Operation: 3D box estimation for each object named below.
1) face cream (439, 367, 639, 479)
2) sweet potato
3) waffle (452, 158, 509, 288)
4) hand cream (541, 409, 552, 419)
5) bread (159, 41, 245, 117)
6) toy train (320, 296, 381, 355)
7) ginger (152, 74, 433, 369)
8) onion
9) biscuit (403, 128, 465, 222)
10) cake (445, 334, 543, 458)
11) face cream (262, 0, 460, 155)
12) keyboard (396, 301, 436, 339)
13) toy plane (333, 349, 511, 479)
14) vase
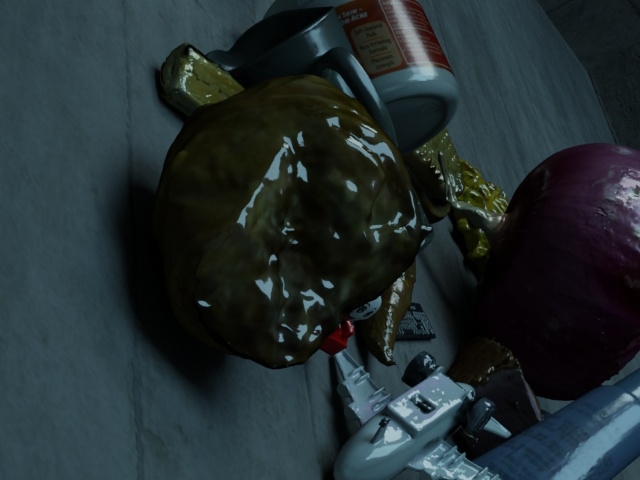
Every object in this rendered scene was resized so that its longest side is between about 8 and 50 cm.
[{"bbox_3d":[0.261,0.234,1.642,0.385,0.086,0.135,-27,54,-37],"label":"face cream"},{"bbox_3d":[0.081,0.042,1.783,0.066,0.072,0.314,44,22,-23],"label":"sweet potato"},{"bbox_3d":[0.275,0.002,2.361,0.260,0.069,0.293,44,24,-43],"label":"waffle"},{"bbox_3d":[0.318,0.267,2.125,0.171,0.043,0.065,38,34,-59],"label":"hand cream"},{"bbox_3d":[-0.120,-0.151,1.576,0.106,0.053,0.072,39,51,-43],"label":"bread"},{"bbox_3d":[0.000,0.000,1.538,0.083,0.131,0.204,34,32,-54],"label":"toy train"},{"bbox_3d":[-0.052,-0.025,1.361,0.223,0.269,0.200,15,-42,57],"label":"ginger"},{"bbox_3d":[0.327,0.038,2.083,0.358,0.345,0.358,8,90,-72],"label":"onion"},{"bbox_3d":[0.119,-0.146,2.149,0.259,0.079,0.259,52,19,-26],"label":"biscuit"},{"bbox_3d":[0.208,0.192,1.910,0.116,0.113,0.295,62,5,-2],"label":"cake"},{"bbox_3d":[0.048,-0.209,1.863,0.201,0.201,0.187,22,42,-62],"label":"face cream"},{"bbox_3d":[0.105,0.097,1.861,0.053,0.010,0.155,64,19,13],"label":"keyboard"},{"bbox_3d":[0.092,0.182,1.515,0.251,0.101,0.255,38,27,21],"label":"toy plane"},{"bbox_3d":[0.016,-0.108,1.682,0.301,0.156,0.251,60,-24,-11],"label":"vase"}]
